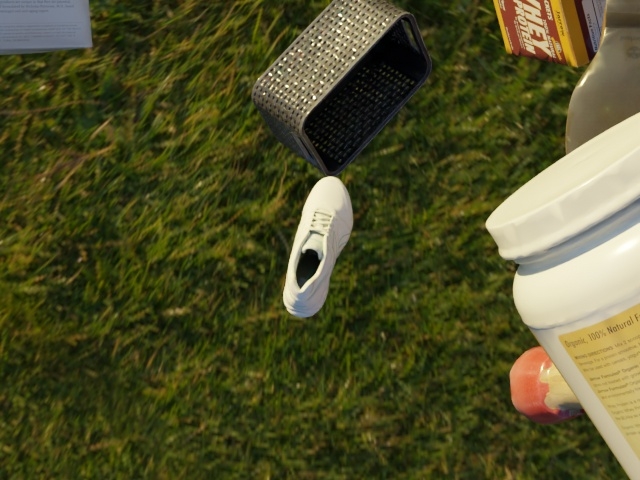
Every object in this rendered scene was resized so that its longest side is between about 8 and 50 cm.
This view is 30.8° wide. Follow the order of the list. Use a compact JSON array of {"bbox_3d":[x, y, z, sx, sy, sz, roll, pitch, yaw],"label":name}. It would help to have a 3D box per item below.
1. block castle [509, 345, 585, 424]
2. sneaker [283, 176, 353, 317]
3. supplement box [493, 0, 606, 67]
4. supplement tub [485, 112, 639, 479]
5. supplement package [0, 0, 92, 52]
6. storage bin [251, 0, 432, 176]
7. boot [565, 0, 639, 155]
[{"bbox_3d":[0.442,0.096,1.280,0.303,0.213,0.453,46,71,-7],"label":"block castle"},{"bbox_3d":[0.000,0.000,1.173,0.054,0.061,0.152,12,68,5],"label":"sneaker"},{"bbox_3d":[0.373,-0.347,1.628,0.194,0.191,0.129,-25,112,-13],"label":"supplement box"},{"bbox_3d":[0.301,0.064,0.948,0.228,0.228,0.316,-33,95,8],"label":"supplement tub"},{"bbox_3d":[-0.433,-0.401,1.570,0.175,0.177,0.292,-9,101,-36],"label":"supplement package"},{"bbox_3d":[0.025,-0.176,1.279,0.084,0.122,0.180,36,80,32],"label":"storage bin"},{"bbox_3d":[0.378,-0.197,1.435,0.112,0.115,0.305,13,80,17],"label":"boot"}]
